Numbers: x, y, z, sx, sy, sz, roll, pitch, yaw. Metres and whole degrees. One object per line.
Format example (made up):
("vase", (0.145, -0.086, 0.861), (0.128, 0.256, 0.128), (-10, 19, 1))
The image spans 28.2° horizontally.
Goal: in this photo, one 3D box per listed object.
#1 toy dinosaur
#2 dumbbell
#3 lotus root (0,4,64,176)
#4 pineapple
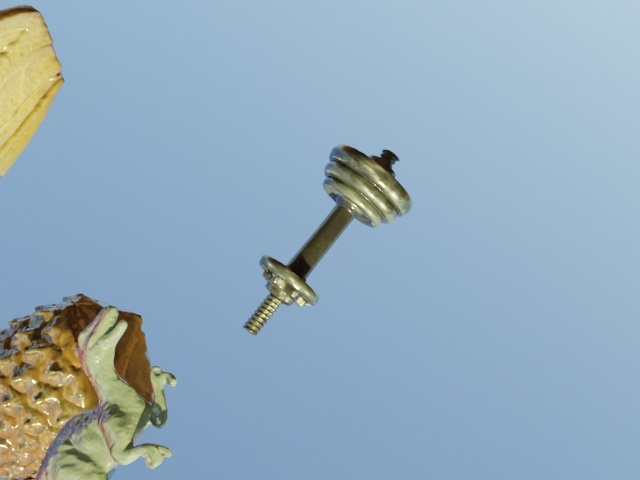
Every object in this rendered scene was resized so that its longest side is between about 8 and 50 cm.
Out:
("toy dinosaur", (-0.198, 0.191, 1.019), (0.167, 0.242, 0.053), (51, -161, 16))
("dumbbell", (0.000, 0.000, 1.399), (0.110, 0.254, 0.110), (39, 172, 6))
("lotus root", (-0.288, -0.133, 1.067), (0.095, 0.159, 0.135), (37, -109, 26))
("pineapple", (-0.382, 0.202, 1.512), (0.202, 0.361, 0.202), (58, -161, -34))
